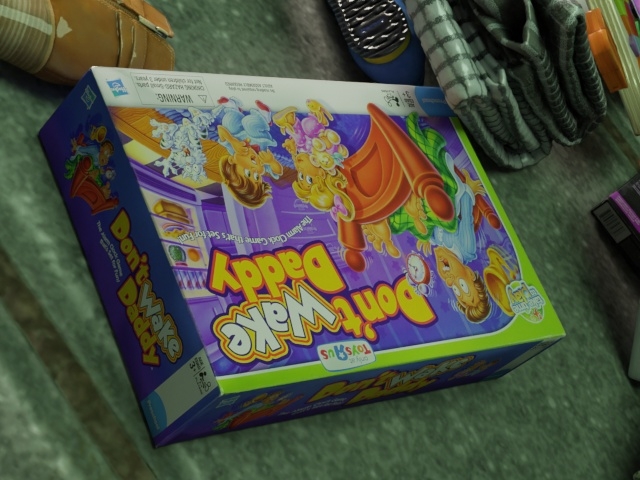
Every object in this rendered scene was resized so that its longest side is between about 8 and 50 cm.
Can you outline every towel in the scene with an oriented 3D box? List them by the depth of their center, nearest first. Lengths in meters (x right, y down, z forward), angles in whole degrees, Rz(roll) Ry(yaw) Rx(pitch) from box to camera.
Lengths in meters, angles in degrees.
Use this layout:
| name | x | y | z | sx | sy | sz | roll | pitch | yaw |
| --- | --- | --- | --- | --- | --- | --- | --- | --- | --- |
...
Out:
| name | x | y | z | sx | sy | sz | roll | pitch | yaw |
| --- | --- | --- | --- | --- | --- | --- | --- | --- | --- |
| towel | 0.145 | -0.206 | 1.079 | 0.235 | 0.121 | 0.284 | 67 | 12 | 17 |

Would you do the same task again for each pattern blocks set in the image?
| name | x | y | z | sx | sy | sz | roll | pitch | yaw |
| --- | --- | --- | --- | --- | --- | --- | --- | --- | --- |
| pattern blocks set | 0.300 | -0.184 | 1.220 | 0.324 | 0.026 | 0.285 | 66 | 23 | -10 |

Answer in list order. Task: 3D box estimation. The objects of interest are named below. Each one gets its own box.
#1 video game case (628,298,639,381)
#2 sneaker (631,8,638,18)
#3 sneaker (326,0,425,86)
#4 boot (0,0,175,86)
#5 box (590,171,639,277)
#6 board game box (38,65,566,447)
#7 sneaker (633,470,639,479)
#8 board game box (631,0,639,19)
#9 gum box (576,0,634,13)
| name | x | y | z | sx | sy | sz | roll | pitch | yaw |
| --- | --- | --- | --- | --- | --- | --- | --- | --- | --- |
| video game case | 0.352 | 0.030 | 1.150 | 0.173 | 0.022 | 0.190 | 0 | 101 | -43 |
| sneaker | 0.338 | -0.403 | 1.524 | 0.121 | 0.111 | 0.300 | -16 | 77 | -59 |
| sneaker | 0.045 | -0.213 | 1.126 | 0.082 | 0.069 | 0.209 | 49 | 19 | -52 |
| boot | -0.175 | -0.189 | 0.890 | 0.152 | 0.073 | 0.197 | 18 | 58 | -34 |
| box | 0.345 | -0.014 | 1.263 | 0.116 | 0.029 | 0.162 | 53 | 38 | 5 |
| board game box | 0.000 | 0.000 | 0.892 | 0.347 | 0.078 | 0.233 | -4 | 63 | -45 |
| sneaker | 0.340 | 0.158 | 1.002 | 0.182 | 0.158 | 0.410 | 5 | 68 | -21 |
| board game box | 0.446 | -0.240 | 1.378 | 0.275 | 0.142 | 0.144 | 35 | 36 | -52 |
| gum box | 0.255 | -0.259 | 1.347 | 0.107 | 0.062 | 0.188 | 53 | 39 | 5 |
